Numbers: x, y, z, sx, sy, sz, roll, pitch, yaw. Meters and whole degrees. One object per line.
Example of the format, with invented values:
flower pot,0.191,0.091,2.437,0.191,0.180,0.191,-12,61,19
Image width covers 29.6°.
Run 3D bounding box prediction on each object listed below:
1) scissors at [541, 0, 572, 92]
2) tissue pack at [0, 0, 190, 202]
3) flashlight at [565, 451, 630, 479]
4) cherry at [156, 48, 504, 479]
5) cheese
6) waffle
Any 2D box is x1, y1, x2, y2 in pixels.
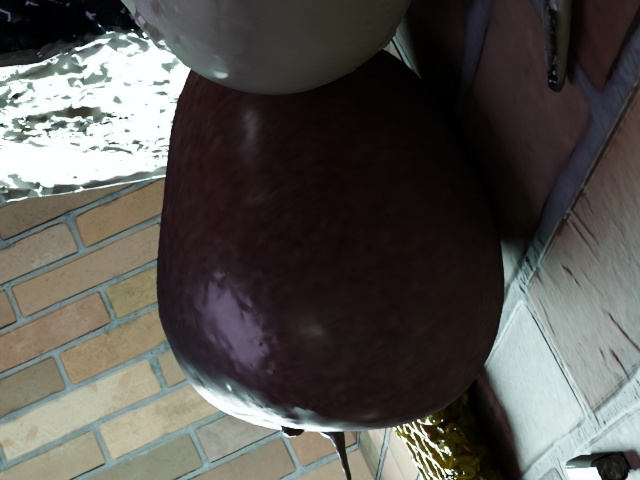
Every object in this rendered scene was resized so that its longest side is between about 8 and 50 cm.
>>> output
scissors,0.080,-0.150,0.422,0.300,0.022,0.109,75,173,-55
tissue pack,-0.209,-0.263,0.912,0.264,0.253,0.417,70,-167,-71
flashlight,0.171,0.143,0.755,0.083,0.018,0.018,99,146,-79
cherry,0.000,0.000,0.778,0.261,0.221,0.308,134,123,-78
cheese,-0.031,-0.169,0.638,0.198,0.154,0.189,103,146,-49
waffle,0.115,0.174,1.134,0.197,0.070,0.193,56,168,44
